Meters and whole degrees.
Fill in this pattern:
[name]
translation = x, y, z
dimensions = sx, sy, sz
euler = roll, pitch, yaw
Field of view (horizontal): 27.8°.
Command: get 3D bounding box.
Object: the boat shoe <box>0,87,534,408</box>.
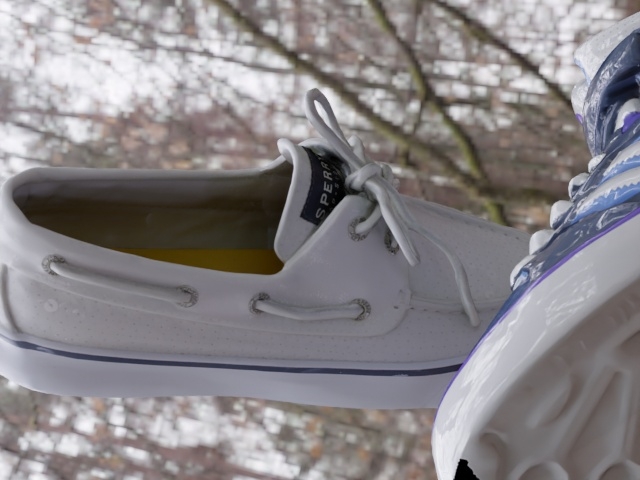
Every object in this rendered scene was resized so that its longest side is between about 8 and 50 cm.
[boat shoe]
translation = -0.003, -0.006, 0.727
dimensions = 0.136, 0.367, 0.156
euler = -104, 21, -49

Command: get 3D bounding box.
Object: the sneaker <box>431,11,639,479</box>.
[sneaker]
translation = 0.155, -0.009, 0.604
dimensions = 0.322, 0.236, 0.130
euler = -37, -67, -6
